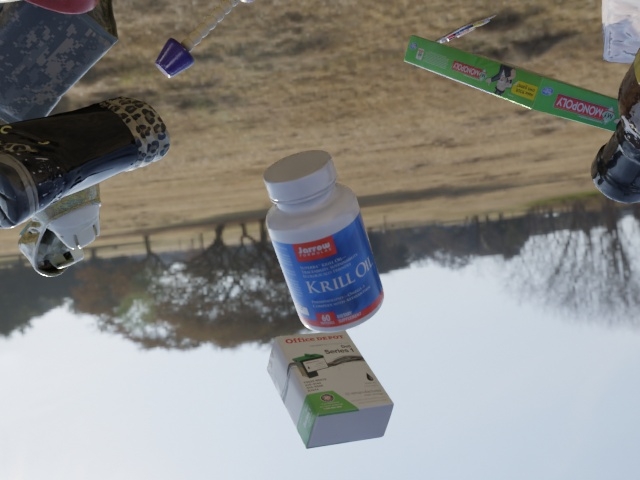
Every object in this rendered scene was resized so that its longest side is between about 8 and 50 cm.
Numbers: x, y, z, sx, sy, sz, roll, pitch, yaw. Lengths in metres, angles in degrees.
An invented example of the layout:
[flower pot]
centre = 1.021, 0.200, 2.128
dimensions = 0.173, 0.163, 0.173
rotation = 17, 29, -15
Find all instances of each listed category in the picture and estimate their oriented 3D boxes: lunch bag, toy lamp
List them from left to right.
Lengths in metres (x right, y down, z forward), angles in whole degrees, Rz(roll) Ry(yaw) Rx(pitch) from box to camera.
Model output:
[lunch bag]
centre = -0.458, -0.359, 1.273
dimensions = 0.235, 0.287, 0.169
rotation = -39, 132, 20
[toy lamp]
centre = -0.261, -0.478, 1.789
dimensions = 0.274, 0.080, 0.080
rotation = -46, -173, -9

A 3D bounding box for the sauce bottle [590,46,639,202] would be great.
[sauce bottle]
centre = 0.337, -0.156, 0.709
dimensions = 0.112, 0.111, 0.344
rotation = -6, 152, -10

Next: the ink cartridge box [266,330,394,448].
[ink cartridge box]
centre = 0.012, 0.271, 1.483
dimensions = 0.160, 0.092, 0.219
rotation = -2, -146, -26

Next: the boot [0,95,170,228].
[boot]
centre = -0.277, -0.085, 0.770
dimensions = 0.236, 0.085, 0.179
rotation = 15, -147, 41

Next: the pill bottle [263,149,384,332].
[pill bottle]
centre = 0.000, 0.000, 1.042
dimensions = 0.124, 0.221, 0.124
rotation = -15, -153, 8

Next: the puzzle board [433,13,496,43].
[puzzle board]
centre = 0.311, -0.457, 1.733
dimensions = 0.096, 0.011, 0.128
rotation = -25, -173, -30

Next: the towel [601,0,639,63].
[towel]
centre = 0.450, -0.252, 0.772
dimensions = 0.332, 0.053, 0.317
rotation = 7, 170, 19

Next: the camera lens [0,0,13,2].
[camera lens]
centre = -0.248, -0.292, 0.501
dimensions = 0.220, 0.219, 0.274
rotation = -6, 178, 0

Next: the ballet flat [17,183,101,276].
[ballet flat]
centre = -0.430, -0.025, 1.340
dimensions = 0.123, 0.123, 0.348
rotation = -6, 163, -31

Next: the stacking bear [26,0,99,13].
[stacking bear]
centre = -0.306, -0.453, 1.017
dimensions = 0.289, 0.164, 0.175
rotation = -48, -169, 36

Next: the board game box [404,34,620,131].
[board game box]
centre = 0.295, -0.234, 1.179
dimensions = 0.214, 0.046, 0.317
rotation = 7, -161, -29
